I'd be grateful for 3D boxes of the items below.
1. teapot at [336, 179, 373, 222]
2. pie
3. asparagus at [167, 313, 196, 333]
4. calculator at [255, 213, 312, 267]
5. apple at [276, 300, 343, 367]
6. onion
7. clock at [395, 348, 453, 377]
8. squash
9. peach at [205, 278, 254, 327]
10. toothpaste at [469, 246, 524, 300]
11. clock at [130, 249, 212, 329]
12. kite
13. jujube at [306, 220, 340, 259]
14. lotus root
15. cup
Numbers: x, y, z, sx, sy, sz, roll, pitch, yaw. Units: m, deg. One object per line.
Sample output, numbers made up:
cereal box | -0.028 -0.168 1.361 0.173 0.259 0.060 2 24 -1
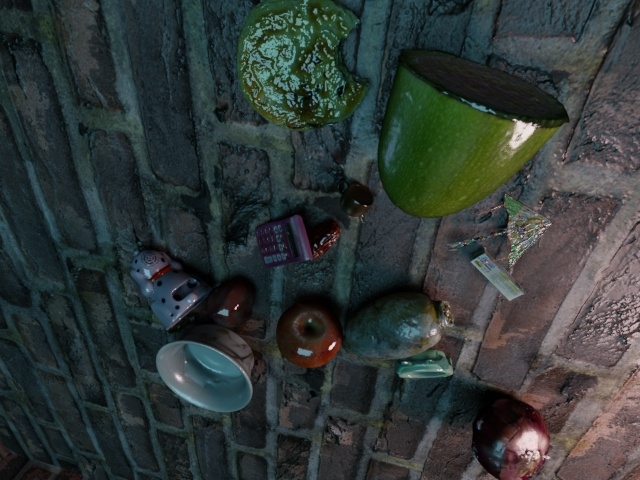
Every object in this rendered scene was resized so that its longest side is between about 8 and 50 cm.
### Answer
teapot | 0.079 -0.099 1.002 0.121 0.076 0.068 53 134 13
pie | -0.044 -0.373 0.863 0.303 0.066 0.302 7 125 10
asparagus | -0.493 0.299 1.446 0.165 0.030 0.036 -33 98 31
calculator | -0.103 0.004 1.101 0.191 0.034 0.126 -12 96 43
apple | -0.033 0.279 1.199 0.201 0.201 0.162 13 149 8
onion | 0.565 0.602 1.238 0.252 0.219 0.251 -2 96 -23
clock | 0.298 0.359 1.176 0.160 0.065 0.211 -10 153 17
squash | 0.239 -0.162 0.780 0.311 0.310 0.308 21 127 3
peach | -0.282 0.194 1.248 0.152 0.152 0.152 8 123 12
toothpaste | 0.454 0.087 1.033 0.164 0.034 0.046 42 123 -12
clock | -0.495 0.132 1.269 0.254 0.189 0.189 43 124 3
kite | 0.427 -0.019 0.965 0.245 0.006 0.198 -13 108 12
jujube | 0.000 0.000 1.086 0.077 0.077 0.129 44 119 -13
lotus root | 0.191 0.248 1.132 0.350 0.175 0.175 -27 111 29
cup | -0.374 0.421 1.409 0.348 0.163 0.347 8 124 12
